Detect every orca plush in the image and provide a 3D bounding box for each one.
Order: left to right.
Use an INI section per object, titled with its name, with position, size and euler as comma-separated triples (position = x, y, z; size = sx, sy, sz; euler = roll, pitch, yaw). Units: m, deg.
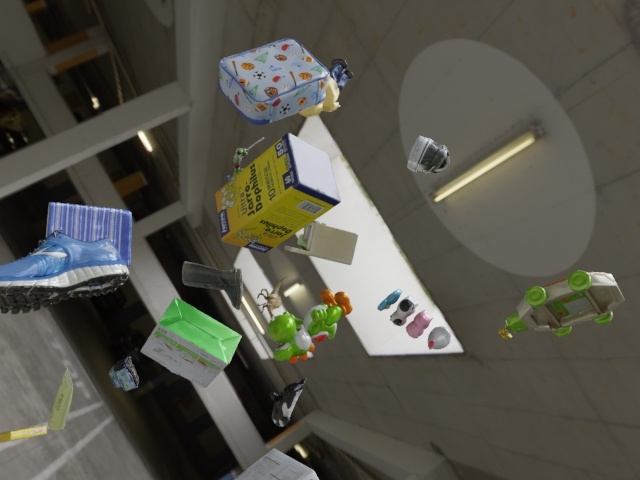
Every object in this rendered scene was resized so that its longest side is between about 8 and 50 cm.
[orca plush]
position = -0.152, 0.634, 2.143
size = 0.102, 0.151, 0.287
euler = 20, -39, -5

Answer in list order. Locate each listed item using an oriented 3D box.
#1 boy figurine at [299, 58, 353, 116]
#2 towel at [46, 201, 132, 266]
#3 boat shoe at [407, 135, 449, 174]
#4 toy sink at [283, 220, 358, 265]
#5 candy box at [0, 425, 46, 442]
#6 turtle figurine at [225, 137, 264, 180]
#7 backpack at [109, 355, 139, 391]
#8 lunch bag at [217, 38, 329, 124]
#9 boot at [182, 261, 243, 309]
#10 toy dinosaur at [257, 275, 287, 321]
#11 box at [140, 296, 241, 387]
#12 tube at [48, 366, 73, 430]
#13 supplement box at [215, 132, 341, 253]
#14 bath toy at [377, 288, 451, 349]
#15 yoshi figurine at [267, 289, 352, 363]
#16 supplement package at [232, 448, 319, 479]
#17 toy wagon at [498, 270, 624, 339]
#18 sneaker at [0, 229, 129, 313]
[boy figurine]
position = 0.020, -0.586, 2.169
size = 0.092, 0.285, 0.177
euler = 18, -23, 44
[towel]
position = -0.893, -0.013, 2.123
size = 0.040, 0.336, 0.243
euler = 1, -93, 41
[boat shoe]
position = 0.354, -0.259, 1.755
size = 0.119, 0.121, 0.335
euler = 30, 14, 9
[toy sink]
position = 0.000, 0.000, 2.021
size = 0.153, 0.234, 0.131
euler = -174, -83, -75
[candy box]
position = -0.853, 0.530, 1.466
size = 0.105, 0.205, 0.027
euler = 22, 56, -61
[turtle figurine]
position = -0.257, -0.271, 2.139
size = 0.266, 0.274, 0.198
euler = -101, 178, -65
[backpack]
position = -0.761, 0.527, 2.114
size = 0.105, 0.084, 0.114
euler = -140, -155, -79
[lunch bag]
position = -0.136, -0.476, 1.596
size = 0.243, 0.303, 0.115
euler = 48, -32, 24
[boot]
position = -0.386, 0.163, 1.951
size = 0.076, 0.208, 0.190
euler = -92, -177, -63
[toy dinosaur]
position = -0.186, 0.213, 2.034
size = 0.092, 0.183, 0.053
euler = 19, -19, -17
[box]
position = -0.438, 0.351, 1.829
size = 0.262, 0.127, 0.231
euler = 32, -44, -9
[tube]
position = -0.930, 0.578, 1.962
size = 0.070, 0.062, 0.240
euler = 26, -68, 4
[supplement box]
position = -0.142, -0.137, 1.722
size = 0.356, 0.195, 0.194
euler = -33, -125, 32
[bath toy]
position = 0.425, 0.377, 2.468
size = 0.348, 0.129, 0.151
euler = 39, -46, 27
[yoshi figurine]
position = -0.061, 0.308, 2.115
size = 0.203, 0.362, 0.204
euler = 36, -33, 26
[supplement package]
position = -0.112, 0.568, 1.013
size = 0.198, 0.262, 0.199
euler = -16, -77, 62
[toy wagon]
position = 0.672, 0.195, 1.556
size = 0.267, 0.344, 0.068
euler = 38, 37, -42
[sneaker]
position = -0.612, 0.063, 1.215
size = 0.130, 0.330, 0.147
euler = -51, -122, 45
